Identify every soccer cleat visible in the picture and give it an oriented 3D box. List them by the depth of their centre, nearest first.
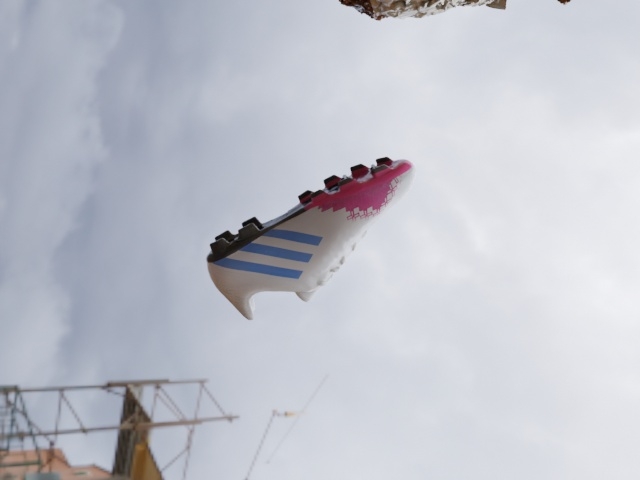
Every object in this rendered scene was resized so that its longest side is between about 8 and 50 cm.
[{"bbox_3d":[0.000,0.000,1.123,0.143,0.331,0.116,62,10,-11],"label":"soccer cleat"}]

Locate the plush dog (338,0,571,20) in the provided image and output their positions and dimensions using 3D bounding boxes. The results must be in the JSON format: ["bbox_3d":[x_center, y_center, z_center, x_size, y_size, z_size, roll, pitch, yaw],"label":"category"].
[{"bbox_3d":[0.131,-0.290,0.775,0.211,0.225,0.262,57,-31,0],"label":"plush dog"}]
